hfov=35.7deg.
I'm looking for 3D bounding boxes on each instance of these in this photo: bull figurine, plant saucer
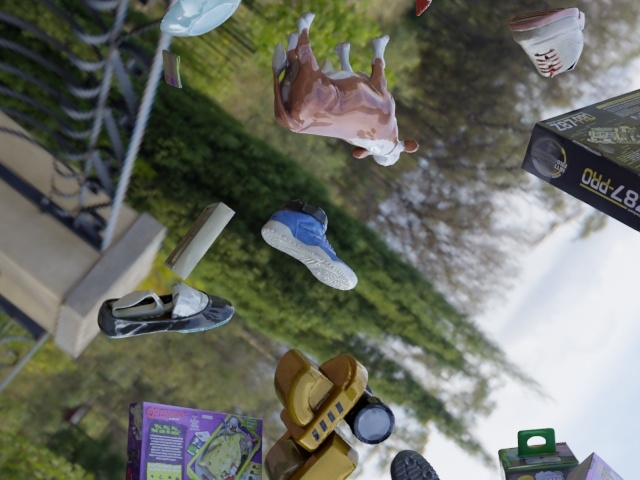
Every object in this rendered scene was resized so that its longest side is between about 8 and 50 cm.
[{"bbox_3d":[0.039,-0.217,1.488,0.101,0.189,0.310,-11,171,34],"label":"bull figurine"},{"bbox_3d":[-0.215,-0.440,1.909,0.195,0.037,0.195,-32,175,-3],"label":"plant saucer"}]

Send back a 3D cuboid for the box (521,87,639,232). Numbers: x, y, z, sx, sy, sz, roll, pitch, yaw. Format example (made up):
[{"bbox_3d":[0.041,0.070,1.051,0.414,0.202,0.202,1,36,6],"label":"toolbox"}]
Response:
[{"bbox_3d":[0.562,-0.124,1.578,0.395,0.318,0.097,-21,135,-41],"label":"box"}]

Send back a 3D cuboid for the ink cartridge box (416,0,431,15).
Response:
[{"bbox_3d":[0.120,-0.512,1.447,0.385,0.091,0.308,-125,-148,-88],"label":"ink cartridge box"}]

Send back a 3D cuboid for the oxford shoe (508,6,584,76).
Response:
[{"bbox_3d":[0.470,-0.396,2.005,0.123,0.130,0.348,-2,-172,30],"label":"oxford shoe"}]

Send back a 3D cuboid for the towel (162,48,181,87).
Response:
[{"bbox_3d":[-0.262,-0.304,1.758,0.009,0.060,0.083,-11,-159,-24],"label":"towel"}]

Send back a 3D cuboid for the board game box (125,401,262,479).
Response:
[{"bbox_3d":[-0.247,0.448,2.014,0.056,0.346,0.208,-8,-109,38],"label":"board game box"}]

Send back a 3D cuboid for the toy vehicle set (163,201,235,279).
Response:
[{"bbox_3d":[-0.255,-0.001,2.056,0.166,0.035,0.267,-53,-170,-6],"label":"toy vehicle set"}]

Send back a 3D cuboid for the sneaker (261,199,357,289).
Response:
[{"bbox_3d":[0.000,-0.001,1.402,0.085,0.152,0.058,-54,173,-32],"label":"sneaker"}]

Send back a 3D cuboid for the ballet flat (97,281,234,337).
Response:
[{"bbox_3d":[-0.317,0.141,2.036,0.095,0.280,0.096,-109,-166,-47],"label":"ballet flat"}]

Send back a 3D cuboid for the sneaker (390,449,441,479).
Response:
[{"bbox_3d":[0.207,0.583,1.994,0.112,0.319,0.131,-8,152,-30],"label":"sneaker"}]

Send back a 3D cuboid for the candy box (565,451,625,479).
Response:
[{"bbox_3d":[0.472,0.457,1.574,0.070,0.196,0.165,-50,172,27],"label":"candy box"}]

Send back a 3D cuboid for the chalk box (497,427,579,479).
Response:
[{"bbox_3d":[0.390,0.436,1.768,0.132,0.132,0.213,-33,117,-85],"label":"chalk box"}]

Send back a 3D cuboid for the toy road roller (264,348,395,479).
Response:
[{"bbox_3d":[-0.027,0.383,2.118,0.329,0.240,0.202,-49,-161,-2],"label":"toy road roller"}]
